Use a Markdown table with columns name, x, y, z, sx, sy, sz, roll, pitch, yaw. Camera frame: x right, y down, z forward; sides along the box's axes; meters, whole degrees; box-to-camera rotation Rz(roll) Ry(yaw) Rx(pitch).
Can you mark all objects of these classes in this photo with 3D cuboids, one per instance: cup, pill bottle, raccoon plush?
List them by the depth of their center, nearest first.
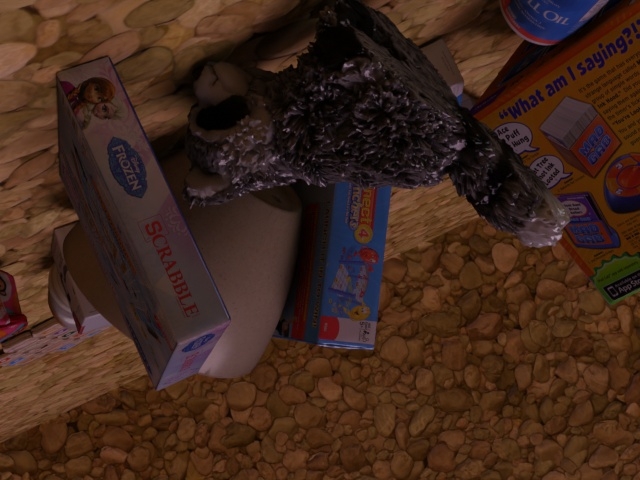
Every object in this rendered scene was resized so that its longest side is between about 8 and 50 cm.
| name | x | y | z | sx | sy | sz | roll | pitch | yaw |
| --- | --- | --- | --- | --- | --- | --- | --- | --- | --- |
| raccoon plush | 0.037 | -0.071 | 1.330 | 0.299 | 0.446 | 0.216 | -44 | 177 | 22 |
| pill bottle | 0.319 | -0.346 | 1.389 | 0.124 | 0.124 | 0.221 | -22 | 169 | -19 |
| cup | -0.161 | -0.004 | 1.576 | 0.237 | 0.331 | 0.331 | -53 | 161 | 18 |

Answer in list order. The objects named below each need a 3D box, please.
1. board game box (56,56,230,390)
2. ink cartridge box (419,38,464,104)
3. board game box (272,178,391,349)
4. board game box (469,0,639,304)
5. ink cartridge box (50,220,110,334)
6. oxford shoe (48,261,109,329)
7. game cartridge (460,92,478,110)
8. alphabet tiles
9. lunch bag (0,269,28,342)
| name | x | y | z | sx | sy | sz | roll | pitch | yaw |
| --- | --- | --- | --- | --- | --- | --- | --- | --- | --- |
| board game box | -0.215 | -0.003 | 1.288 | 0.066 | 0.318 | 0.318 | -22 | 171 | -18 |
| ink cartridge box | 0.096 | -0.207 | 1.686 | 0.231 | 0.078 | 0.134 | -25 | 170 | 1 |
| board game box | 0.000 | 0.000 | 1.656 | 0.086 | 0.308 | 0.302 | 8 | 176 | -20 |
| board game box | 0.496 | -0.197 | 1.619 | 0.357 | 0.356 | 0.356 | -34 | -170 | 40 |
| ink cartridge box | -0.364 | 0.056 | 1.715 | 0.063 | 0.150 | 0.109 | -17 | 168 | -21 |
| oxford shoe | -0.283 | 0.067 | 1.943 | 0.450 | 0.169 | 0.130 | -7 | 158 | -40 |
| game cartridge | 0.166 | -0.183 | 2.067 | 0.294 | 0.060 | 0.196 | -29 | 173 | 18 |
| alphabet tiles | -0.556 | 0.201 | 2.363 | 0.278 | 0.021 | 0.284 | -27 | 170 | 8 |
| lunch bag | -0.615 | 0.138 | 1.646 | 0.258 | 0.120 | 0.293 | -26 | 169 | 27 |
